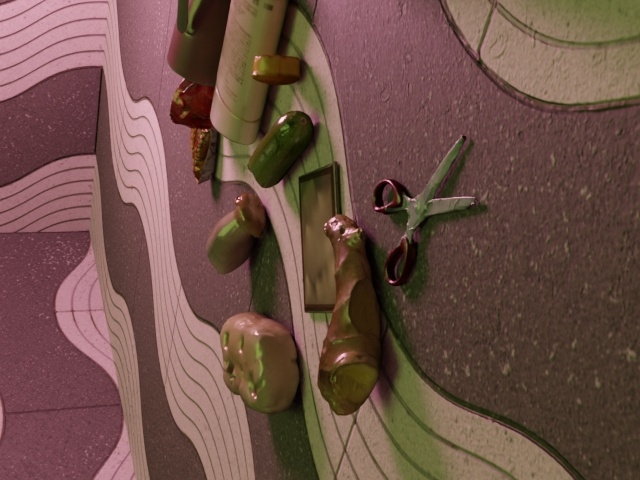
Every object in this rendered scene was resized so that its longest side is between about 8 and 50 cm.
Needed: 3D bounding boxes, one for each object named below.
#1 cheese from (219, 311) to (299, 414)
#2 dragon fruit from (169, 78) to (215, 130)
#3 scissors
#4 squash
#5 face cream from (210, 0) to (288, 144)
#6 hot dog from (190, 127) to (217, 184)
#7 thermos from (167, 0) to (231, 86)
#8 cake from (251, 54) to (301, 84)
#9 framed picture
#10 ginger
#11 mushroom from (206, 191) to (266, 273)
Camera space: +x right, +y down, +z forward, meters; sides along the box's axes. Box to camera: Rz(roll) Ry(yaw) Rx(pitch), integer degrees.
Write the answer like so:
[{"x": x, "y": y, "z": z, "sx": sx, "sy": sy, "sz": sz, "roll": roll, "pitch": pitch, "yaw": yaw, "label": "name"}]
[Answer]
[{"x": -0.114, "y": 0.219, "z": 1.748, "sx": 0.263, "sy": 0.093, "sz": 0.159, "roll": -170, "pitch": 78, "yaw": -68, "label": "cheese"}, {"x": -0.223, "y": -0.283, "z": 2.015, "sx": 0.111, "sy": 0.153, "sz": 0.153, "roll": 32, "pitch": 135, "yaw": 13, "label": "dragon fruit"}, {"x": 0.126, "y": -0.041, "z": 1.202, "sx": 0.247, "sy": 0.017, "sz": 0.144, "roll": 137, "pitch": 128, "yaw": -61, "label": "scissors"}, {"x": -0.071, "y": -0.151, "z": 1.643, "sx": 0.239, "sy": 0.069, "sz": 0.069, "roll": 135, "pitch": 130, "yaw": -62, "label": "squash"}, {"x": -0.133, "y": -0.332, "z": 1.776, "sx": 0.173, "sy": 0.081, "sz": 0.348, "roll": -117, "pitch": 32, "yaw": -42, "label": "face cream"}, {"x": -0.260, "y": -0.217, "z": 2.163, "sx": 0.099, "sy": 0.053, "sz": 0.192, "roll": -124, "pitch": 40, "yaw": -61, "label": "hot dog"}, {"x": -0.207, "y": -0.439, "z": 1.857, "sx": 0.146, "sy": 0.176, "sz": 0.265, "roll": 36, "pitch": 132, "yaw": 19, "label": "thermos"}, {"x": -0.073, "y": -0.283, "z": 1.622, "sx": 0.084, "sy": 0.084, "sz": 0.044, "roll": -173, "pitch": 85, "yaw": -69, "label": "cake"}, {"x": 0.000, "y": 0.000, "z": 1.545, "sx": 0.173, "sy": 0.010, "sz": 0.231, "roll": 171, "pitch": 97, "yaw": -69, "label": "framed picture"}, {"x": 0.039, "y": 0.100, "z": 1.364, "sx": 0.131, "sy": 0.086, "sz": 0.294, "roll": 112, "pitch": 158, "yaw": -65, "label": "ginger"}, {"x": -0.164, "y": -0.010, "z": 1.877, "sx": 0.212, "sy": 0.088, "sz": 0.097, "roll": -56, "pitch": 8, "yaw": 49, "label": "mushroom"}]
